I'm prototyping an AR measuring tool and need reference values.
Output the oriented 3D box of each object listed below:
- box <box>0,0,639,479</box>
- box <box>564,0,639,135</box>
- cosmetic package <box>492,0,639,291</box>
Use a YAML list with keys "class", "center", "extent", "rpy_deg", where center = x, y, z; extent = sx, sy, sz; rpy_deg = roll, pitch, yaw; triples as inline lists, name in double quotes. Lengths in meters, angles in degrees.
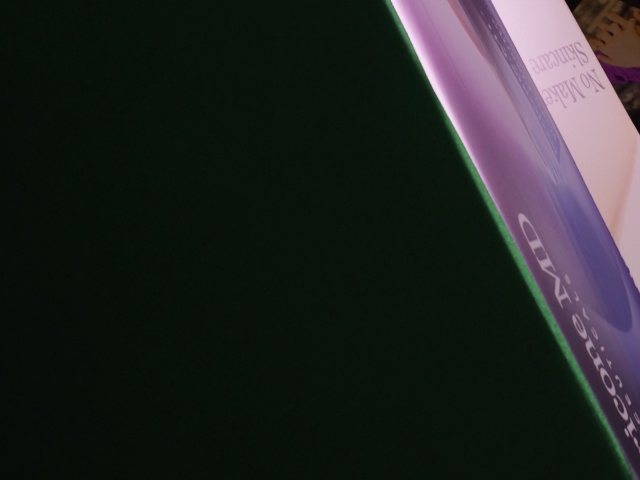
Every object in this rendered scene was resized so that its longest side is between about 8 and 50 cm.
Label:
- class: "box"
  center: [0.000, 0.000, 0.542]
  extent: [0.296, 0.183, 0.294]
  rpy_deg: [63, 15, 5]
- class: "box"
  center: [0.206, -0.165, 0.997]
  extent: [0.270, 0.143, 0.165]
  rpy_deg: [25, 45, -24]
- class: "cosmetic package"
  center: [0.078, -0.073, 0.829]
  extent: [0.160, 0.113, 0.309]
  rpy_deg: [-27, 86, -52]
